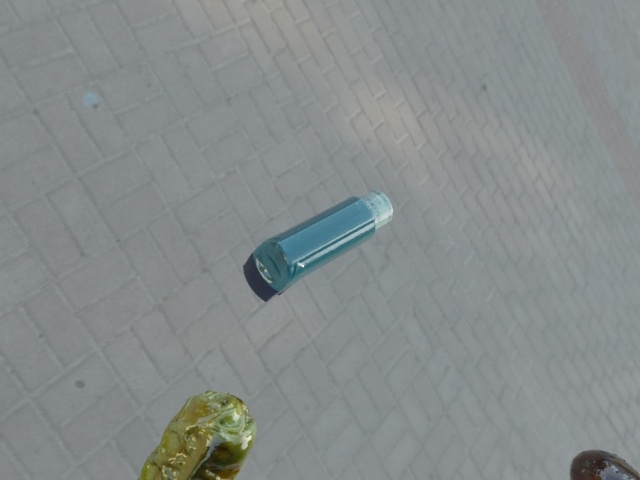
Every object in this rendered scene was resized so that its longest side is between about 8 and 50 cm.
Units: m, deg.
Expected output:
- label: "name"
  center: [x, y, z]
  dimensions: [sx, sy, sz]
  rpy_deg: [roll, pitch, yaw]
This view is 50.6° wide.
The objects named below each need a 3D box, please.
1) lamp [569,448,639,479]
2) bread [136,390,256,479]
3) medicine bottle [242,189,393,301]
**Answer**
- label: "lamp"
  center: [0.566, 0.499, 1.353]
  dimensions: [0.157, 0.156, 0.135]
  rpy_deg: [11, 115, -47]
- label: "bread"
  center: [-0.166, 0.290, 0.791]
  dimensions: [0.098, 0.269, 0.087]
  rpy_deg: [37, 14, 21]
- label: "medicine bottle"
  center: [0.000, 0.000, 1.106]
  dimensions: [0.258, 0.124, 0.079]
  rpy_deg: [-29, 77, -26]
